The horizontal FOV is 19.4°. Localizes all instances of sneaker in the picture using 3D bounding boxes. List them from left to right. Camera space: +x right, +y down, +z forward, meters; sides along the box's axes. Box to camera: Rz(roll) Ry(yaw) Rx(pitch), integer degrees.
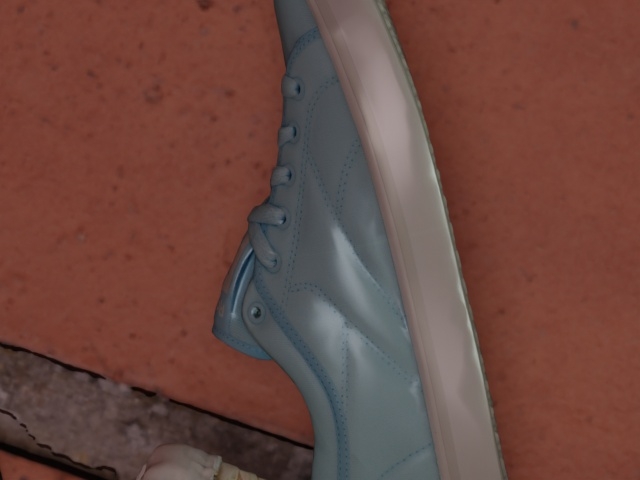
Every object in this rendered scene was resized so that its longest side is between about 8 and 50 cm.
[{"bbox_3d":[0.000,0.000,1.063,0.150,0.135,0.366,-14,91,3],"label":"sneaker"}]

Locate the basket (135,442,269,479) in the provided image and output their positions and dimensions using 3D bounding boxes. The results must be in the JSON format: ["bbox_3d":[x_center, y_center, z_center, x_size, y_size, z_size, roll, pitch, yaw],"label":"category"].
[{"bbox_3d":[-0.027,0.335,0.960,0.266,0.328,0.331,15,111,0],"label":"basket"}]

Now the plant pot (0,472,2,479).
[{"bbox_3d":[-0.346,0.179,1.073,0.290,0.195,0.290,0,93,5],"label":"plant pot"}]
